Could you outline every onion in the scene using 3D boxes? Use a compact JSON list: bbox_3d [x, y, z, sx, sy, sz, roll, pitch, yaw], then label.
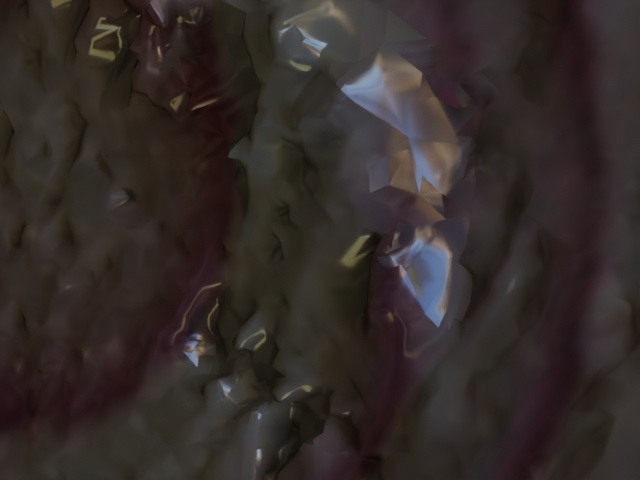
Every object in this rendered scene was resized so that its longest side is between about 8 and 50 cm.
[{"bbox_3d":[0.000,0.000,0.453,0.280,0.146,0.314,39,-70,16],"label":"onion"}]
